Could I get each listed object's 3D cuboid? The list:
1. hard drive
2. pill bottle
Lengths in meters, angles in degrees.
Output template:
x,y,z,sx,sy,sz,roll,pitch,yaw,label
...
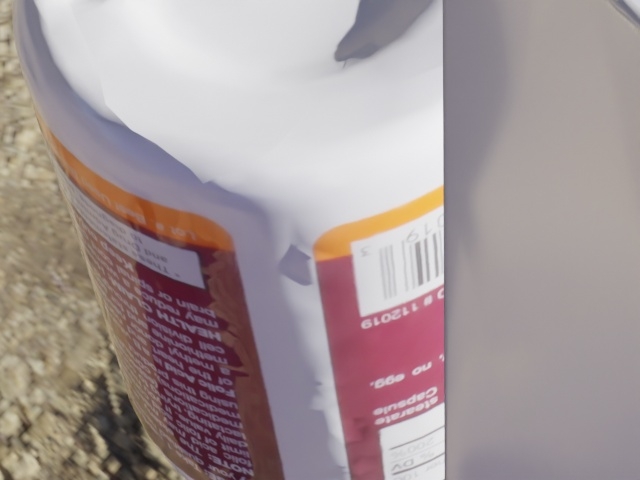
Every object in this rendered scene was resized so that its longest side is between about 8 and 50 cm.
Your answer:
x,y,z,sx,sy,sz,roll,pitch,yaw,label
0.079,0.076,0.469,0.040,0.210,0.318,-9,120,-11,hard drive
0.000,0.000,0.867,0.224,0.224,0.392,-30,148,-15,pill bottle
